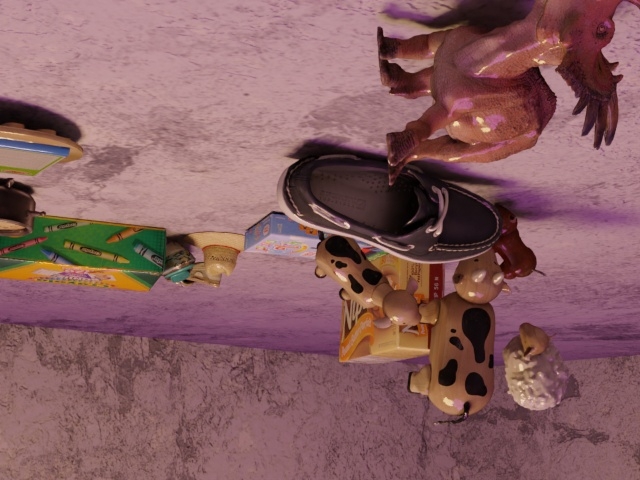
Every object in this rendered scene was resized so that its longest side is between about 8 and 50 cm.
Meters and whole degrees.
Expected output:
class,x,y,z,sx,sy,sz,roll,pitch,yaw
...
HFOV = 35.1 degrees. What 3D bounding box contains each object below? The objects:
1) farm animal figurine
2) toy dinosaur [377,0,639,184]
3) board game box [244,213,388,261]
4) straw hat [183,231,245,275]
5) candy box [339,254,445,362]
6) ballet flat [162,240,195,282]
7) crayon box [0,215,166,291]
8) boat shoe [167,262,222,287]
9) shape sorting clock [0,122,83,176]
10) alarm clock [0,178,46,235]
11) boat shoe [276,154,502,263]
class,x,y,z,sx,sy,sz,roll,pitch,yaw
farm animal figurine,0.169,0.090,1.367,0.330,0.326,0.172,-9,175,-14
toy dinosaur,0.151,-0.117,0.832,0.200,0.127,0.295,-5,173,3
board game box,0.000,0.000,1.614,0.212,0.039,0.160,7,168,-18
straw hat,-0.173,0.030,1.744,0.145,0.061,0.144,2,168,0
candy box,0.121,0.118,1.799,0.088,0.182,0.316,7,168,-15
ballet flat,-0.258,0.035,1.775,0.070,0.070,0.188,5,170,-11
crayon box,-0.410,0.021,1.699,0.279,0.081,0.165,6,165,-16
boat shoe,-0.255,0.074,2.005,0.153,0.048,0.056,-6,165,35
shape sorting clock,-0.376,-0.112,1.156,0.206,0.040,0.206,0,171,0
alarm clock,-0.487,-0.043,1.457,0.129,0.064,0.192,13,162,-41
boat shoe,0.100,-0.036,1.235,0.303,0.114,0.091,6,174,-20
